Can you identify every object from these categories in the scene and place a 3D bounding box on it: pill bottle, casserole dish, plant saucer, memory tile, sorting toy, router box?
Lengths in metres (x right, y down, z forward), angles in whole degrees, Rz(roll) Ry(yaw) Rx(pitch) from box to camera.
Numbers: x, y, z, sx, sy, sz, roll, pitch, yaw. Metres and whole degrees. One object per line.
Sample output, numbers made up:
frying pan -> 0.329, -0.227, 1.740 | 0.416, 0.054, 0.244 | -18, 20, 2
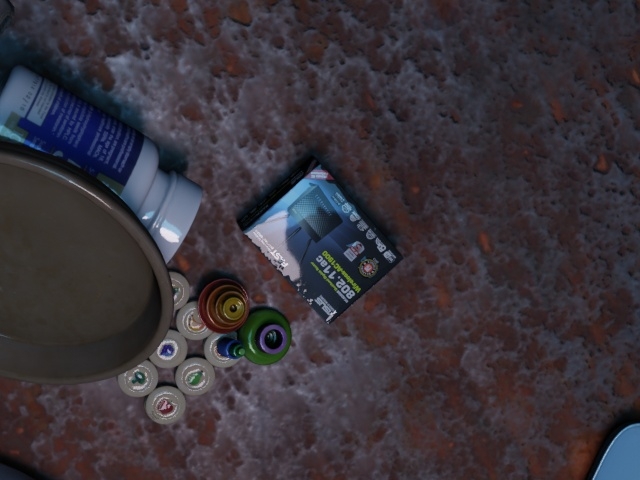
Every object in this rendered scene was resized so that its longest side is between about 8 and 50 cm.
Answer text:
pill bottle -> -0.198, -0.054, 1.336 | 0.186, 0.112, 0.112 | 29, 97, -16
casserole dish -> 0.299, 0.253, 1.549 | 0.114, 0.037, 0.188 | 20, 100, -15
plant saucer -> -0.251, 0.016, 1.311 | 0.277, 0.041, 0.278 | 7, 137, 7
memory tile -> -0.149, 0.084, 1.432 | 0.113, 0.012, 0.148 | -43, 107, 2
sorting toy -> -0.065, 0.078, 1.422 | 0.102, 0.042, 0.061 | 35, 79, -21
router box -> 0.000, 0.000, 1.426 | 0.092, 0.038, 0.122 | -42, 108, 2

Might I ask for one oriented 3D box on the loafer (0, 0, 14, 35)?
loafer -> -0.340, -0.104, 1.318 | 0.267, 0.096, 0.084 | -42, 128, 9

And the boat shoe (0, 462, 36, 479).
boat shoe -> -0.245, 0.280, 1.414 | 0.306, 0.113, 0.105 | 26, 104, -32
